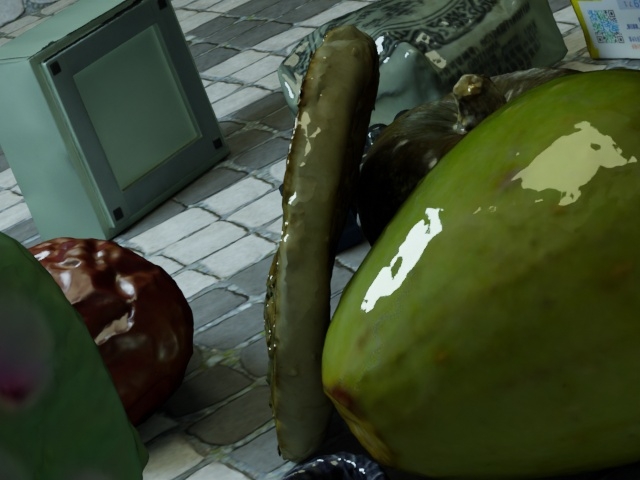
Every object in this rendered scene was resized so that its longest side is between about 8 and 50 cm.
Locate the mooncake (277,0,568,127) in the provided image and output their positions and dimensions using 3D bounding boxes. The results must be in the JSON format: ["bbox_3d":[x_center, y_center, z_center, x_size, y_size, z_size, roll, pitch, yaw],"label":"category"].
[{"bbox_3d":[0.106,-0.201,2.074,0.254,0.136,0.250,-35,20,-35],"label":"mooncake"}]

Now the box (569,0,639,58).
[{"bbox_3d":[0.409,-0.264,1.984,0.168,0.097,0.265,-33,24,-31],"label":"box"}]

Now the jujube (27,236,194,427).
[{"bbox_3d":[-0.201,0.082,1.617,0.174,0.174,0.250,-29,10,-20],"label":"jujube"}]

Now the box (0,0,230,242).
[{"bbox_3d":[-0.242,-0.148,2.148,0.117,0.225,0.225,-1,28,43],"label":"box"}]

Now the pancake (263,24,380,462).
[{"bbox_3d":[-0.002,0.000,1.415,0.065,0.356,0.356,11,22,-1],"label":"pancake"}]

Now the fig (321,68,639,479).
[{"bbox_3d":[0.152,0.035,1.242,0.326,0.258,0.258,-25,20,-2],"label":"fig"}]

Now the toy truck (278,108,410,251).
[{"bbox_3d":[0.065,-0.062,1.821,0.202,0.088,0.074,-26,23,-3],"label":"toy truck"}]

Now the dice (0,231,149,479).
[{"bbox_3d":[-0.329,0.177,1.261,0.322,0.318,0.330,-7,25,33],"label":"dice"}]

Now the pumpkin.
[{"bbox_3d":[0.149,-0.057,1.577,0.260,0.189,0.260,-20,21,8],"label":"pumpkin"}]

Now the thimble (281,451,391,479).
[{"bbox_3d":[0.013,0.187,1.261,0.095,0.066,0.104,-18,19,16],"label":"thimble"}]
